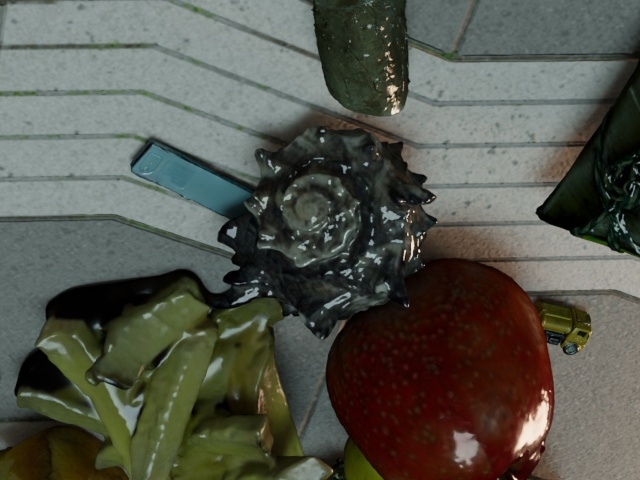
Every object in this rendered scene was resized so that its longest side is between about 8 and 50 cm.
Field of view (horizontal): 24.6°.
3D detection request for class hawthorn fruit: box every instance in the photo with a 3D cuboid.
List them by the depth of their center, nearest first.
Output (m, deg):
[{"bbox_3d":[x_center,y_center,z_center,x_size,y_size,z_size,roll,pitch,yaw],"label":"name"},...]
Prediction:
[{"bbox_3d":[0.174,0.200,1.812,0.284,0.369,0.285,-23,150,-14],"label":"hawthorn fruit"}]

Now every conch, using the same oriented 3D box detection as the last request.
[{"bbox_3d":[-0.004,-0.012,1.730,0.240,0.186,0.313,43,132,-13],"label":"conch"}]

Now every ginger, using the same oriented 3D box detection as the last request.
[{"bbox_3d":[-0.187,0.219,1.915,0.413,0.211,0.358,9,131,-12],"label":"ginger"}]

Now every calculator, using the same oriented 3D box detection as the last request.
[{"bbox_3d":[-0.146,-0.068,1.765,0.172,0.018,0.057,26,128,-27],"label":"calculator"}]

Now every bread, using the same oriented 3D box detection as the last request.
[{"bbox_3d":[-0.353,0.385,2.035,0.145,0.268,0.268,-36,127,19],"label":"bread"}]

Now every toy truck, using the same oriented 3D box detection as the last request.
[{"bbox_3d":[0.320,0.115,1.959,0.083,0.049,0.054,14,130,-15],"label":"toy truck"}]

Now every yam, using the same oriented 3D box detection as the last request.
[{"bbox_3d":[0.046,-0.217,1.581,0.107,0.107,0.183,-7,136,2],"label":"yam"}]

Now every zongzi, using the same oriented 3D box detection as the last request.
[{"bbox_3d":[0.501,-0.070,1.721,0.383,0.362,0.319,42,130,10],"label":"zongzi"}]

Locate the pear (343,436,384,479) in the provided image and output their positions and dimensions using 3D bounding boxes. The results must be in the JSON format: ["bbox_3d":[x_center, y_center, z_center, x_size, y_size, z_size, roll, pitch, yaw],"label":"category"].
[{"bbox_3d":[0.126,0.303,2.034,0.200,0.200,0.200,-2,134,-2],"label":"pear"}]

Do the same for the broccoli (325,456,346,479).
[{"bbox_3d":[-0.047,0.351,2.141,0.204,0.122,0.118,24,114,-8],"label":"broccoli"}]
